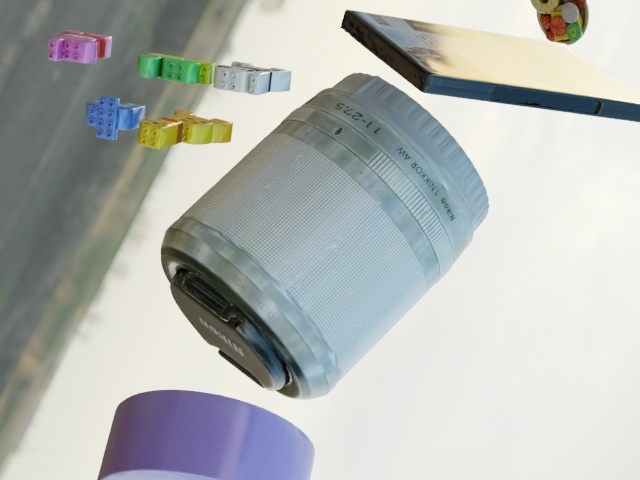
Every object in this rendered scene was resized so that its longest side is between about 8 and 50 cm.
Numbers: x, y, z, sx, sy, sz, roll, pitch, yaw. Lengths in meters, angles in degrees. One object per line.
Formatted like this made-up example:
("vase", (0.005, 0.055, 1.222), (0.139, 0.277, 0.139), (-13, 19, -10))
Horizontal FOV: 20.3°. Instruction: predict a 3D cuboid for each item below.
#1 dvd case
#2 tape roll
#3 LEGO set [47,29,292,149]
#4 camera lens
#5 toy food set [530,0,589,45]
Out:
("dvd case", (0.165, -0.160, 1.654), (0.180, 0.253, 0.022), (48, -53, 55))
("tape roll", (-0.104, 0.211, 1.618), (0.189, 0.189, 0.080), (127, -21, -59))
("LEGO set", (-0.151, -0.124, 1.588), (0.093, 0.227, 0.087), (-28, 127, -66))
("camera lens", (0.000, 0.000, 1.727), (0.274, 0.219, 0.219), (-44, -179, -16))
("toy food set", (0.289, -0.275, 2.144), (0.082, 0.020, 0.083), (-1, -78, 48))
